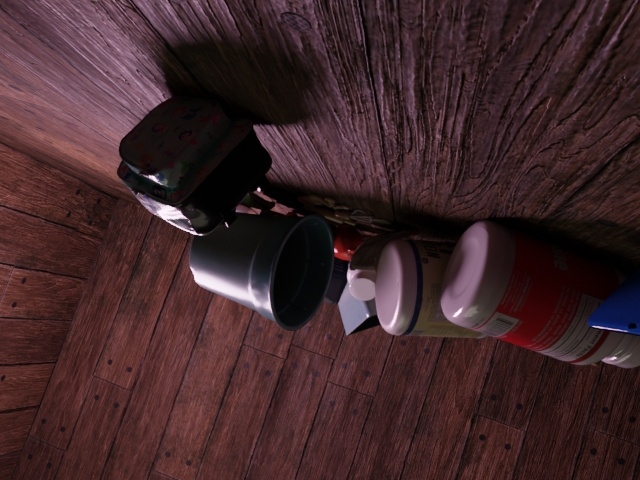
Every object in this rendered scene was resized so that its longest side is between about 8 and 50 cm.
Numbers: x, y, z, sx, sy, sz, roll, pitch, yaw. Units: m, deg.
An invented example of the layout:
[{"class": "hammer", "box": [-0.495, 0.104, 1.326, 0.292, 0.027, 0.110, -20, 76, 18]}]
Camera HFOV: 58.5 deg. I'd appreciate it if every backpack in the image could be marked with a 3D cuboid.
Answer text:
[{"class": "backpack", "box": [-0.250, -0.146, 1.053, 0.254, 0.225, 0.191, 19, 153, 45]}]

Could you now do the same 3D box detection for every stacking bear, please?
[{"class": "stacking bear", "box": [0.000, 0.000, 1.859, 0.289, 0.164, 0.175, 5, -169, 25]}]

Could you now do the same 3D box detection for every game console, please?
[{"class": "game console", "box": [0.626, 0.105, 0.882, 0.250, 0.173, 0.293, 20, 174, -13]}]

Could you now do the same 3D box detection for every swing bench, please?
[{"class": "swing bench", "box": [0.250, 0.060, 1.650, 0.255, 0.165, 0.253, 26, 173, -12]}]

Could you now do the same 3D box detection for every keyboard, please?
[{"class": "keyboard", "box": [-0.085, -0.116, 1.711, 0.180, 0.023, 0.108, 24, 165, -35]}]

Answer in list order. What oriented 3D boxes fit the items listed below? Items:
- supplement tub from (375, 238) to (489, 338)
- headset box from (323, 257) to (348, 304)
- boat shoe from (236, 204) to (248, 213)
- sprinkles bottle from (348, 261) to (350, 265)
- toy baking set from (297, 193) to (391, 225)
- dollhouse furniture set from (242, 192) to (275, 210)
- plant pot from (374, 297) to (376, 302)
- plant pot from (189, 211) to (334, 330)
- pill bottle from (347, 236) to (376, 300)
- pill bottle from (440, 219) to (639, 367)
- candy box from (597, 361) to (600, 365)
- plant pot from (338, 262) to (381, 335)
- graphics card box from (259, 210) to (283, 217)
[{"class": "supplement tub", "box": [0.318, 0.121, 1.409, 0.325, 0.235, 0.235, 4, 176, -11]}, {"class": "headset box", "box": [-0.032, 0.086, 2.087, 0.247, 0.131, 0.283, 15, -149, -10]}, {"class": "boat shoe", "box": [-0.361, -0.089, 2.269, 0.121, 0.119, 0.335, 19, 174, -6]}, {"class": "sprinkles bottle", "box": [-0.052, 0.143, 2.376, 0.121, 0.356, 0.121, 58, 179, 2]}, {"class": "toy baking set", "box": [0.059, -0.074, 1.597, 0.256, 0.030, 0.197, 20, 173, -11]}, {"class": "dollhouse furniture set", "box": [-0.303, -0.114, 1.660, 0.198, 0.151, 0.302, 23, 177, 30]}, {"class": "plant pot", "box": [0.306, 0.175, 2.111, 0.284, 0.284, 0.191, 25, -167, -46]}, {"class": "plant pot", "box": [-0.184, 0.062, 1.706, 0.334, 0.340, 0.341, 12, 171, 29]}, {"class": "pill bottle", "box": [0.154, 0.094, 1.870, 0.124, 0.124, 0.221, 19, -144, 0]}, {"class": "pill bottle", "box": [0.482, 0.124, 1.198, 0.408, 0.228, 0.229, 19, 174, -6]}, {"class": "candy box", "box": [0.778, 0.256, 1.674, 0.088, 0.182, 0.316, 13, 172, 34]}, {"class": "plant pot", "box": [0.206, 0.206, 2.335, 0.247, 0.252, 0.248, -13, 159, -26]}, {"class": "graphics card box", "box": [-0.203, 0.024, 2.280, 0.094, 0.232, 0.371, 22, 175, 7]}]
